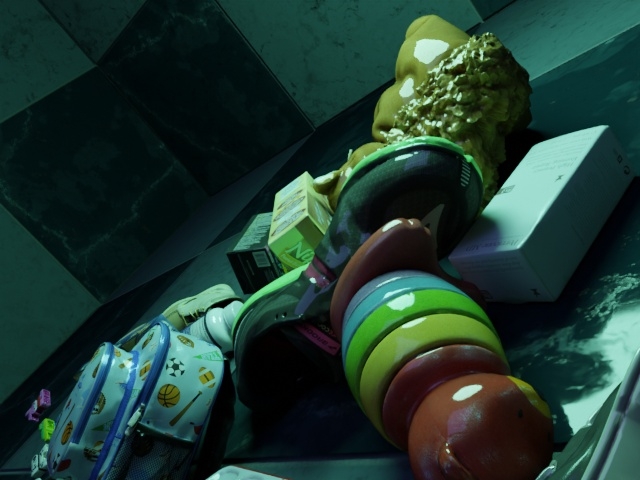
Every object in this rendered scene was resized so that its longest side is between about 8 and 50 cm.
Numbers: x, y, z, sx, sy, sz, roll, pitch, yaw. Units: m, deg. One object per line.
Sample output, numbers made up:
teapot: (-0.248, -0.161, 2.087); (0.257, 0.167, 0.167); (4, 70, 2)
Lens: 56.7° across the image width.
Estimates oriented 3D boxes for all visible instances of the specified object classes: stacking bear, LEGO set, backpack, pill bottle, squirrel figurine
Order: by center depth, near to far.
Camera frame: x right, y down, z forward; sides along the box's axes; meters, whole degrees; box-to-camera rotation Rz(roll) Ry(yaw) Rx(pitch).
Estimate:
stacking bear: (0.109, 0.126, 0.547); (0.164, 0.175, 0.289); (-40, 23, 8)
backpack: (-0.253, 0.248, 0.846); (0.276, 0.213, 0.263); (-11, 47, 58)
squirrel figurine: (0.163, -0.163, 1.014); (0.370, 0.281, 0.397); (-44, 13, 6)
pill bottle: (-0.217, 0.194, 1.190); (0.169, 0.094, 0.094); (-34, 16, 16)
LEGO set: (-0.625, 0.465, 1.362); (0.093, 0.087, 0.227); (-47, 38, 7)

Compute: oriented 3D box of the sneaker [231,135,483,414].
sneaker: (0.042, 0.073, 0.787); (0.482, 0.185, 0.202); (-51, 20, 30)

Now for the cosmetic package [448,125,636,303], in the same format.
cosmetic package: (0.272, -0.032, 0.725); (0.231, 0.085, 0.117); (-46, 17, -27)

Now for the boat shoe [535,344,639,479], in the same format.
boat shoe: (0.174, 0.190, 0.364); (0.112, 0.095, 0.335); (33, 74, 36)

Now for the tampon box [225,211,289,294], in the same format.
tampon box: (-0.120, 0.026, 1.343); (0.102, 0.120, 0.161); (-7, 30, 24)

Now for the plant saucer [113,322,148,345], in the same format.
plant saucer: (-0.497, 0.324, 1.491); (0.332, 0.084, 0.332); (-36, 15, 12)

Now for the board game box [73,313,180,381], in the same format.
board game box: (-0.343, 0.263, 1.159); (0.243, 0.165, 0.042); (-31, 18, 25)

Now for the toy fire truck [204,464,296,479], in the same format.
toy fire truck: (-0.100, 0.304, 0.548); (0.254, 0.169, 0.302); (-28, 6, -39)

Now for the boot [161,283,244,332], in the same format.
boot: (-0.287, 0.179, 1.392); (0.213, 0.077, 0.165); (-29, 15, -15)

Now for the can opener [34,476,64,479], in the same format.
can opener: (-0.604, 0.543, 1.180); (0.280, 0.093, 0.074); (-32, 62, 26)

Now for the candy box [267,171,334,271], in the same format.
candy box: (0.000, 0.000, 1.068); (0.088, 0.183, 0.316); (-37, 16, 11)
